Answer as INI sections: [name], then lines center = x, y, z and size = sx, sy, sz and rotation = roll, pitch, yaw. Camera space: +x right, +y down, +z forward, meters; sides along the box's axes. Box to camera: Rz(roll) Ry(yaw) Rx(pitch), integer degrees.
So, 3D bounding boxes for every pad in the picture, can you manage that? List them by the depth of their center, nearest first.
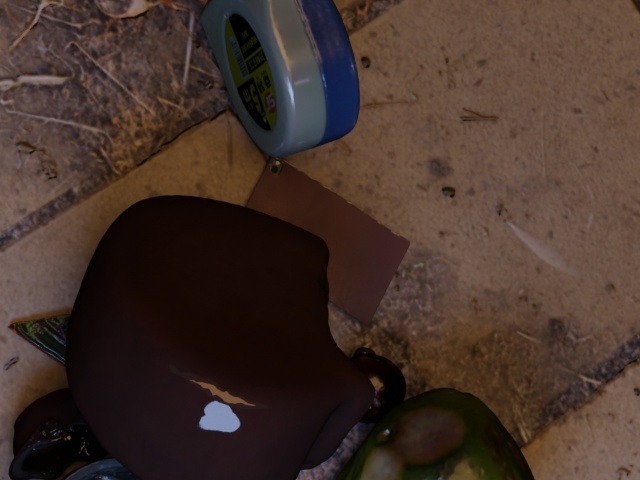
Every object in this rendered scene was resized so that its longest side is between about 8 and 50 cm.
[pad]
center = 0.000, 0.000, 2.094
size = 0.187, 0.006, 0.113
rotation = 32, 69, -14

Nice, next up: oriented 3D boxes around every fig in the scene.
[fig]
center = 0.085, 0.280, 2.022
size = 0.275, 0.206, 0.206
rotation = -29, 94, 11

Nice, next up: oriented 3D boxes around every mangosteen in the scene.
[mangosteen]
center = 0.054, 0.158, 2.062
size = 0.081, 0.081, 0.081
rotation = 2, 83, -18

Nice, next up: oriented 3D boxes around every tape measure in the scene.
[tape measure]
center = -0.021, -0.209, 1.934
size = 0.098, 0.351, 0.215
rotation = -20, 88, -17

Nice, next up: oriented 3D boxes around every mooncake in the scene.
[mooncake]
center = -0.101, 0.104, 1.897
size = 0.334, 0.174, 0.326
rotation = -13, 47, -47

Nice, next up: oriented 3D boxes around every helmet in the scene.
[helmet]
center = -0.269, 0.193, 1.948
size = 0.123, 0.098, 0.070
rotation = -13, 60, -19

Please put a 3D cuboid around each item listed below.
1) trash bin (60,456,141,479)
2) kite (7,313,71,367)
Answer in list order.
[trash bin]
center = -0.213, 0.299, 1.914
size = 0.175, 0.161, 0.175
rotation = 1, 87, -16
[kite]
center = -0.163, 0.120, 2.029
size = 0.321, 0.016, 0.234
rotation = -11, 89, -18
